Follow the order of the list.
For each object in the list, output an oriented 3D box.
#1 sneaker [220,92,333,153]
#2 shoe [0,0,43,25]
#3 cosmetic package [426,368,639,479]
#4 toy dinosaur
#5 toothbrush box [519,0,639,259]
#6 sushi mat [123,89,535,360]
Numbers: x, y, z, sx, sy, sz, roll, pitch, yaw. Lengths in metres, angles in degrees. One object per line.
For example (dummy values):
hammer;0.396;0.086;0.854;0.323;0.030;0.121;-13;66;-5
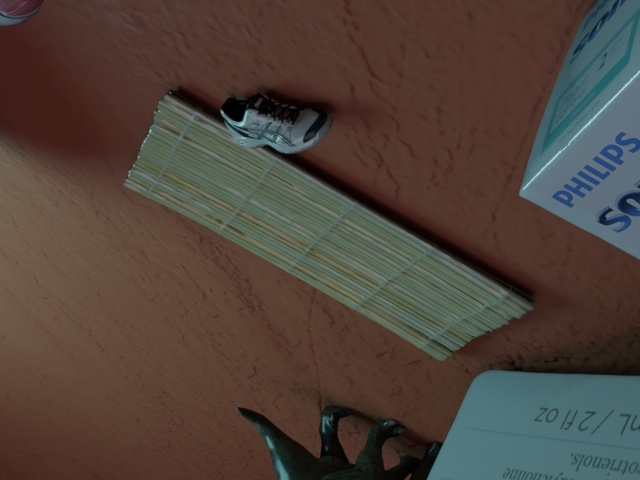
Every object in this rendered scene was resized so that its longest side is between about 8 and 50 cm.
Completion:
sneaker;-0.032;-0.080;0.627;0.083;0.032;0.037;1;142;34
shoe;-0.234;-0.204;0.559;0.178;0.063;0.081;34;147;-24
cosmetic package;0.236;0.341;0.665;0.327;0.393;0.329;35;161;-16
toy dinosaur;0.044;0.271;0.986;0.313;0.160;0.121;37;147;-21
toothbrush box;0.268;-0.044;0.374;0.296;0.126;0.216;29;149;-4
sushi mat;0.000;0.000;0.741;0.317;0.019;0.151;30;148;-7
